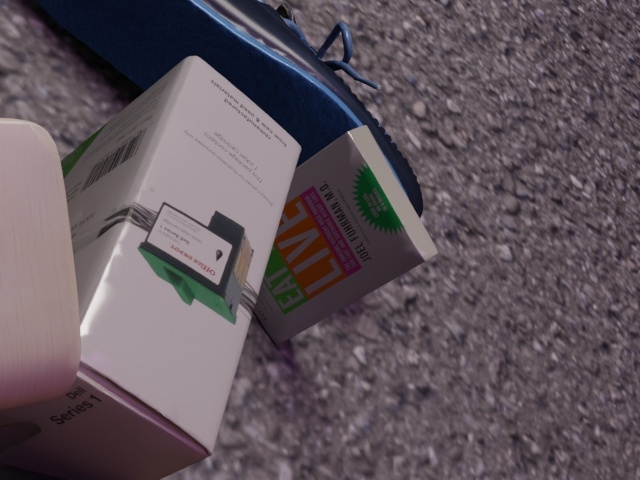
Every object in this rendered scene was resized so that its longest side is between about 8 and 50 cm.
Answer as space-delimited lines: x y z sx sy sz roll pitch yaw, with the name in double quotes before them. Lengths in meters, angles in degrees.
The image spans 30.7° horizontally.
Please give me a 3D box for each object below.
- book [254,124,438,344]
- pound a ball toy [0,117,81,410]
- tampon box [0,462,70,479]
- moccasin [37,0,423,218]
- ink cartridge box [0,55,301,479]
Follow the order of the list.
"book" 0.000 0.000 0.781 0.035 0.144 0.096 -24 82 -52
"pound a ball toy" -0.240 0.032 0.452 0.319 0.208 0.135 -7 93 -37
"tampon box" -0.139 0.180 0.533 0.161 0.101 0.120 23 48 -36
"moccasin" -0.047 -0.131 0.833 0.342 0.138 0.117 46 34 -16
"ink cartridge box" -0.112 0.030 0.624 0.092 0.160 0.219 39 42 -25
